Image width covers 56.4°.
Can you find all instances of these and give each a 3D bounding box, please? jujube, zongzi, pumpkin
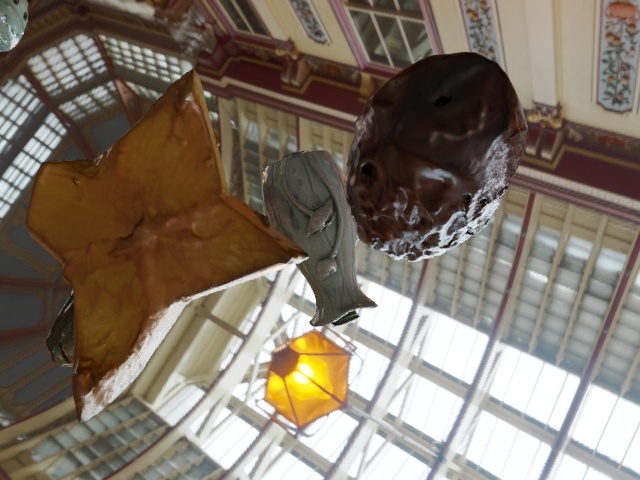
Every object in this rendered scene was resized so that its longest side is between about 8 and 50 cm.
[{"bbox_3d":[0.168,-0.111,0.934,0.258,0.377,0.259,5,-130,-6],"label":"jujube"},{"bbox_3d":[-0.421,0.068,1.091,0.286,0.288,0.134,-35,-149,-6],"label":"zongzi"},{"bbox_3d":[-0.190,-0.002,0.639,0.290,0.095,0.258,-33,-91,-9],"label":"pumpkin"}]

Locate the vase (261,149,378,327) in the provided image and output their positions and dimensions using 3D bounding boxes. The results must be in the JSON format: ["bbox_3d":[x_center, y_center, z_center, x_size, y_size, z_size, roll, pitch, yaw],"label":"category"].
[{"bbox_3d":[0.000,0.000,1.530,0.249,0.250,0.446,-19,-95,15],"label":"vase"}]

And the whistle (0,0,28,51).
[{"bbox_3d":[-0.428,-0.237,0.708,0.092,0.110,0.245,24,-116,9],"label":"whistle"}]
